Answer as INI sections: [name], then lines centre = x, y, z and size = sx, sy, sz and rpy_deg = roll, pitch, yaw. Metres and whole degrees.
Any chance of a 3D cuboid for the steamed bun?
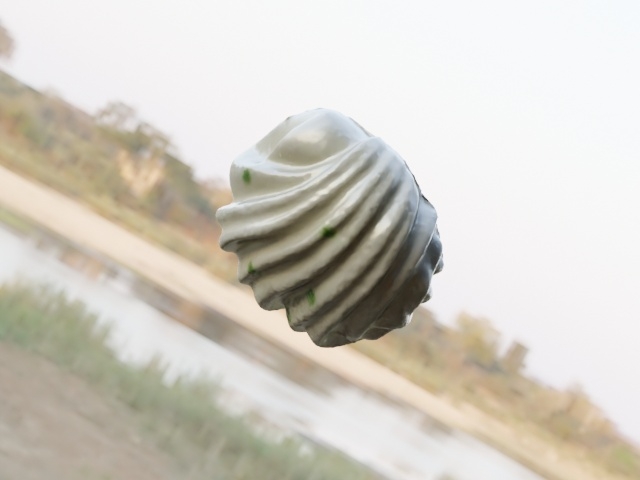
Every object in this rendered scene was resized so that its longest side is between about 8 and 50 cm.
[steamed bun]
centre = 0.000, 0.000, 1.195
size = 0.183, 0.106, 0.183
rpy_deg = 38, -31, 29
